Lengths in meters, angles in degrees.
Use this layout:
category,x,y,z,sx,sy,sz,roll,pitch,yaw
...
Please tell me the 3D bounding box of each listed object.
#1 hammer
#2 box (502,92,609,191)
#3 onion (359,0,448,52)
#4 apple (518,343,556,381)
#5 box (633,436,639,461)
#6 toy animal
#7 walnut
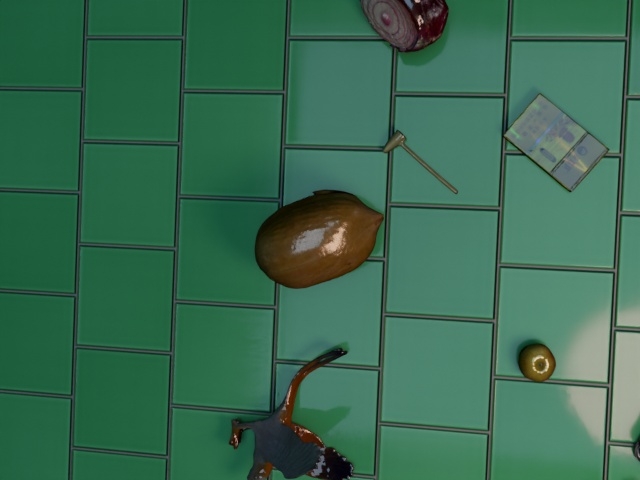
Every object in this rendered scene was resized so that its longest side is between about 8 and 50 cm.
category,x,y,z,sx,sy,sz,roll,pitch,yaw
hammer,0.226,-0.162,1.776,0.195,0.028,0.060,42,103,5
box,0.509,-0.211,1.723,0.193,0.030,0.121,41,98,7
onion,0.192,-0.516,1.681,0.140,0.218,0.195,-32,78,-18
apple,0.468,0.265,1.717,0.084,0.071,0.084,0,91,10
box,0.777,0.405,1.634,0.163,0.135,0.243,30,96,8
toy animal,-0.082,0.400,1.792,0.302,0.225,0.284,-9,70,21
walnut,0.000,0.000,1.732,0.297,0.203,0.203,-15,88,11
